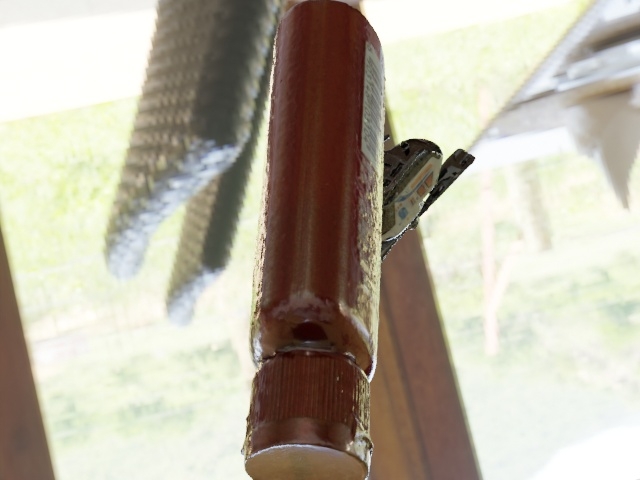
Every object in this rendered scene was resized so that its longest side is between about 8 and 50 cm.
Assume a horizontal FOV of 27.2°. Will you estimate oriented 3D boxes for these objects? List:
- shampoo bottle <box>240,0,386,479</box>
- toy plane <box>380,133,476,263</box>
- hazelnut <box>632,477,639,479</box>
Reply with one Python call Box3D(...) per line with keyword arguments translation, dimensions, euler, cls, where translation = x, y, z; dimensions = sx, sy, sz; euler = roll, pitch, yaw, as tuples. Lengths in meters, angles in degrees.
Box3D(translation=(-0.001, 0.000, 0.812), dimensions=(0.076, 0.314, 0.118), euler=(1, 145, 4), cls="shampoo bottle")
Box3D(translation=(0.054, -0.021, 1.146), dimensions=(0.053, 0.197, 0.078), euler=(27, 166, 46), cls="toy plane")
Box3D(translation=(0.377, 0.438, 1.320), dimensions=(0.359, 0.409, 0.359), euler=(-15, 152, -8), cls="hazelnut")
